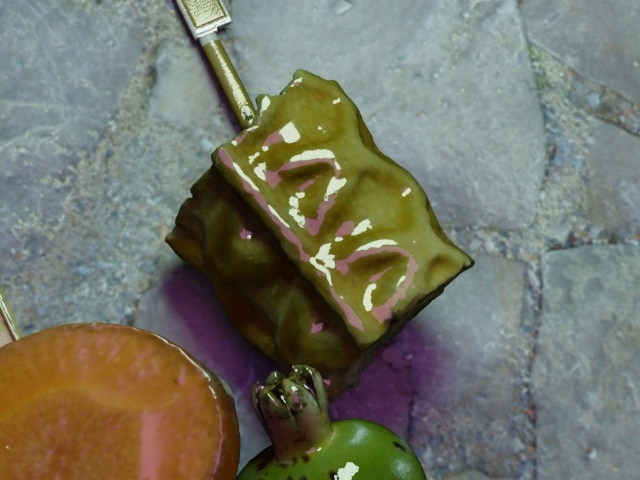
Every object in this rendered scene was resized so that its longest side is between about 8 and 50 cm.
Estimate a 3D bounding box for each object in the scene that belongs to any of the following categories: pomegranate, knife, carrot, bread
[{"bbox_3d":[-0.001,0.234,1.824,0.202,0.202,0.248,-27,106,-16],"label":"pomegranate"},{"bbox_3d":[-0.116,-0.226,2.037,0.046,0.022,0.256,-24,75,-8],"label":"knife"},{"bbox_3d":[-0.221,0.209,1.801,0.307,0.100,0.258,-30,77,7],"label":"carrot"},{"bbox_3d":[-0.004,0.004,1.899,0.252,0.238,0.196,44,35,9],"label":"bread"}]

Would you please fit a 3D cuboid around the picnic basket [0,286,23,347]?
[{"bbox_3d":[-0.374,0.099,1.869,0.164,0.079,0.115,-22,77,-15],"label":"picnic basket"}]
